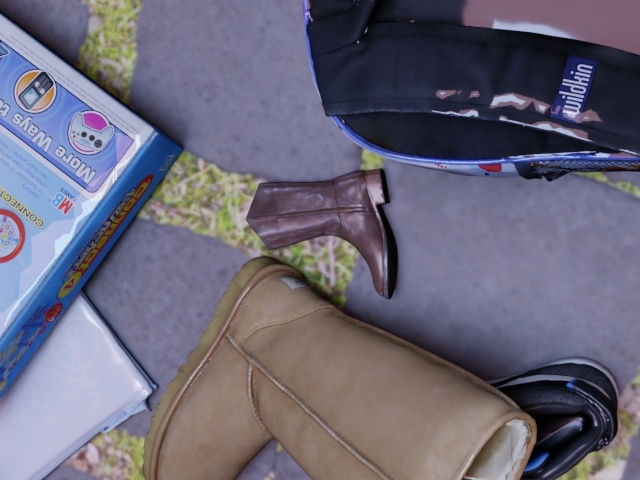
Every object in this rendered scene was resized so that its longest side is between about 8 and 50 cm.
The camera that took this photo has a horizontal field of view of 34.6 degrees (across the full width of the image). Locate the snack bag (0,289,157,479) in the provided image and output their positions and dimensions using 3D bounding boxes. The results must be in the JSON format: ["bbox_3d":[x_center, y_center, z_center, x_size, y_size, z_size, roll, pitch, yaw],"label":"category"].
[{"bbox_3d":[-0.357,0.097,0.931,0.323,0.037,0.342,-39,84,17],"label":"snack bag"}]

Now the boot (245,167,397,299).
[{"bbox_3d":[0.000,0.000,0.809,0.114,0.037,0.106,-8,80,15],"label":"boot"}]

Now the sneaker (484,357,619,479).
[{"bbox_3d":[0.107,0.146,0.747,0.217,0.121,0.079,-25,87,18],"label":"sneaker"}]

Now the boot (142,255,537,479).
[{"bbox_3d":[-0.006,0.158,0.736,0.269,0.089,0.236,33,106,43],"label":"boot"}]

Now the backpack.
[{"bbox_3d":[0.123,-0.160,0.667,0.263,0.213,0.277,-2,88,10],"label":"backpack"}]

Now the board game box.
[{"bbox_3d":[-0.326,-0.048,0.840,0.308,0.086,0.302,37,91,9],"label":"board game box"}]
